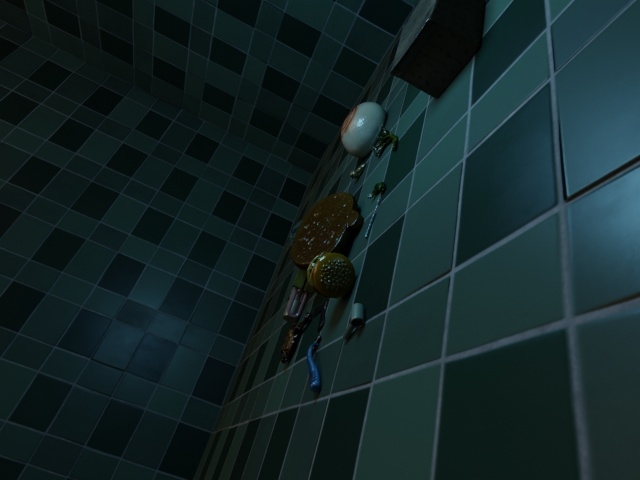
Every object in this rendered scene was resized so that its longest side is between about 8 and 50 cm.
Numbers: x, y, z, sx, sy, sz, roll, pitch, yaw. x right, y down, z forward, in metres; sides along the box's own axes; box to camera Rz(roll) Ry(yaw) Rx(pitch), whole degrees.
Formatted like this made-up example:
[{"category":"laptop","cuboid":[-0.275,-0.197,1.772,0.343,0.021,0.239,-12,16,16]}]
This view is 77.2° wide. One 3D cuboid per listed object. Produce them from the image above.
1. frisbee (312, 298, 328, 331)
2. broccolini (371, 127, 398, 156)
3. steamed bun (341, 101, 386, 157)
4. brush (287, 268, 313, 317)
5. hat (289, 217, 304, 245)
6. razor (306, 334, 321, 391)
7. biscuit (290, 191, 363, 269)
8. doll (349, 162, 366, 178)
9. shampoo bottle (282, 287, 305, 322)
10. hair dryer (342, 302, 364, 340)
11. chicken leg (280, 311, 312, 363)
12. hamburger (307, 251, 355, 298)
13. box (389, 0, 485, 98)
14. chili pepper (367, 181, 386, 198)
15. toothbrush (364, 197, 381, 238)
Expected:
[{"category":"frisbee","cuboid":[0.003,0.262,1.545,0.187,0.012,0.210,130,161,-57]},{"category":"broccolini","cuboid":[0.266,-0.393,1.670,0.271,0.062,0.123,-97,23,-66]},{"category":"steamed bun","cuboid":[0.203,-0.571,2.035,0.283,0.177,0.283,-62,10,19]},{"category":"brush","cuboid":[-0.089,0.240,1.821,0.047,0.103,0.233,138,154,-72]},{"category":"hat","cuboid":[0.000,0.000,1.820,0.128,0.266,0.265,73,-157,-43]},{"category":"razor","cuboid":[-0.024,0.396,1.285,0.082,0.042,0.253,-61,11,14]},{"category":"biscuit","cuboid":[0.036,-0.043,1.653,0.351,0.070,0.394,-9,45,43]},{"category":"doll","cuboid":[0.182,-0.345,1.965,0.093,0.051,0.061,-62,4,8]},{"category":"shampoo bottle","cuboid":[-0.108,0.263,1.924,0.127,0.078,0.256,122,171,-54]},{"category":"hair dryer","cuboid":[0.088,0.238,1.125,0.063,0.038,0.124,-78,9,-57]},{"category":"chicken leg","cuboid":[-0.106,0.398,1.675,0.253,0.051,0.106,-62,16,11]},{"category":"hamburger","cuboid":[0.035,0.114,1.332,0.162,0.162,0.115,-68,12,-14]},{"category":"box","cuboid":[0.385,-0.669,1.316,0.225,0.191,0.297,-49,20,56]},{"category":"chili pepper","cuboid":[0.213,-0.195,1.498,0.055,0.035,0.118,-51,9,-20]},{"category":"toothbrush","cuboid":[0.188,-0.081,1.420,0.014,0.011,0.167,-26,39,66]}]
